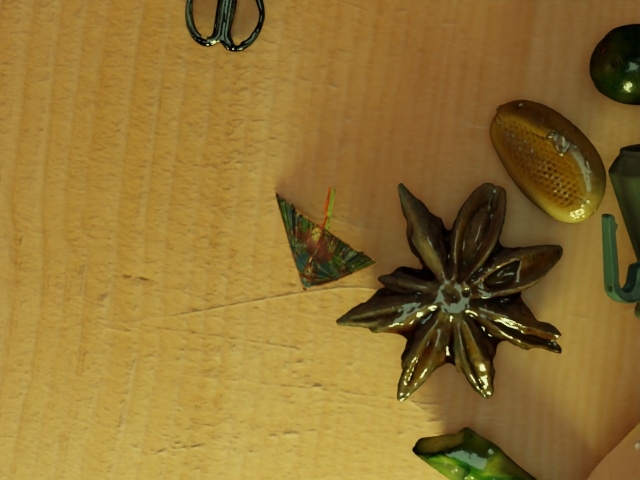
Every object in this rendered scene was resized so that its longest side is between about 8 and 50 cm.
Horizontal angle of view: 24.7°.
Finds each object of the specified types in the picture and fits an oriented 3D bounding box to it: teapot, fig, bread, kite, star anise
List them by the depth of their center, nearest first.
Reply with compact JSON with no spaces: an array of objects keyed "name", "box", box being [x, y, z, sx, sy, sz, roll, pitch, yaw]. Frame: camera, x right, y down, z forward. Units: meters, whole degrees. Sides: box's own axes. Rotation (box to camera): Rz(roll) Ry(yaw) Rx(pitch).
[{"name":"teapot","box":[0.448,-0.010,1.867,0.203,0.171,0.225,-9,99,-24]},{"name":"fig","box":[0.439,-0.219,1.895,0.178,0.117,0.117,12,94,-17]},{"name":"bread","box":[0.303,-0.108,1.919,0.189,0.077,0.114,52,130,15]},{"name":"star anise","box":[0.170,0.069,1.934,0.315,0.108,0.315,1,95,9]},{"name":"kite","box":[0.000,0.000,1.967,0.190,0.010,0.159,35,123,27]}]

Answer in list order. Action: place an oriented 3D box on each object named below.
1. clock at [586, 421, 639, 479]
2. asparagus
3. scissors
[{"name":"clock","box":[0.498,0.415,1.818,0.377,0.368,0.250,30,124,-13]},{"name":"asparagus","box":[0.279,0.355,1.949,0.343,0.082,0.085,35,92,2]},{"name":"scissors","box":[-0.111,-0.407,1.979,0.109,0.022,0.299,11,94,1]}]
